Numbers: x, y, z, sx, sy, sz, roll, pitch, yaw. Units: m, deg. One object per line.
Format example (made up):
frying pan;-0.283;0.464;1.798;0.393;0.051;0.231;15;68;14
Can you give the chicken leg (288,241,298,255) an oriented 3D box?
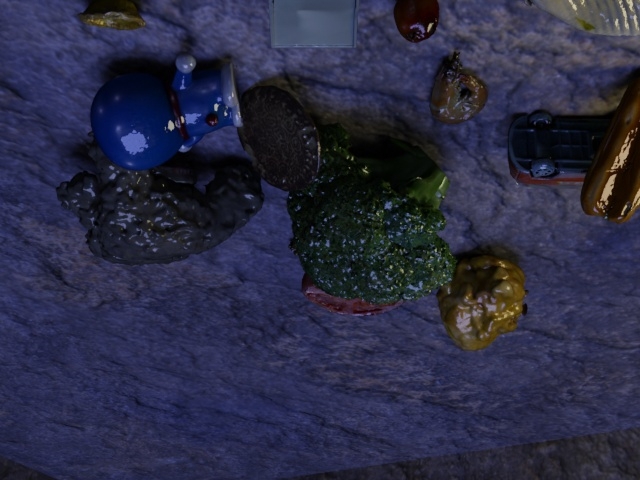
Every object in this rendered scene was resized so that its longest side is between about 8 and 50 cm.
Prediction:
chicken leg;0.000;0.000;2.237;0.093;0.070;0.178;17;155;-37

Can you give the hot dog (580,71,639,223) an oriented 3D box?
hot dog;0.520;-0.153;1.785;0.115;0.269;0.072;28;-174;14

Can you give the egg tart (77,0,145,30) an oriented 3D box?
egg tart;-0.313;-0.343;1.634;0.105;0.039;0.105;5;179;0

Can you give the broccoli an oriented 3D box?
broccoli;0.095;-0.033;1.950;0.310;0.321;0.413;-25;126;24

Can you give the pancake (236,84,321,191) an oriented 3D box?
pancake;-0.073;-0.172;1.838;0.021;0.199;0.199;-29;172;-39

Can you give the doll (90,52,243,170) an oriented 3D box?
doll;-0.252;-0.219;1.788;0.257;0.161;0.215;-15;137;-4

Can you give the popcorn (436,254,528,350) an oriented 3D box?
popcorn;0.350;0.140;2.345;0.191;0.190;0.253;1;155;15

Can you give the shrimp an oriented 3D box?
shrimp;0.230;-0.249;1.803;0.099;0.041;0.180;-3;150;5

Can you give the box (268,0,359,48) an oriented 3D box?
box;-0.009;-0.375;1.541;0.129;0.086;0.225;0;151;0

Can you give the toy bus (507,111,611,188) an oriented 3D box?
toy bus;0.456;-0.149;1.903;0.265;0.121;0.120;1;160;1

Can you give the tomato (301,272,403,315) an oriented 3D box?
tomato;0.075;0.083;2.346;0.236;0.095;0.237;0;154;0

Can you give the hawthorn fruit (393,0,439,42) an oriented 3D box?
hawthorn fruit;0.145;-0.335;1.622;0.077;0.077;0.077;1;151;0

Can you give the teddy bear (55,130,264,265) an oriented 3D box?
teddy bear;-0.338;-0.055;2.057;0.357;0.224;0.367;18;162;-30

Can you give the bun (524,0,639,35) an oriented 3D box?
bun;0.392;-0.387;1.439;0.259;0.160;0.259;6;166;2
